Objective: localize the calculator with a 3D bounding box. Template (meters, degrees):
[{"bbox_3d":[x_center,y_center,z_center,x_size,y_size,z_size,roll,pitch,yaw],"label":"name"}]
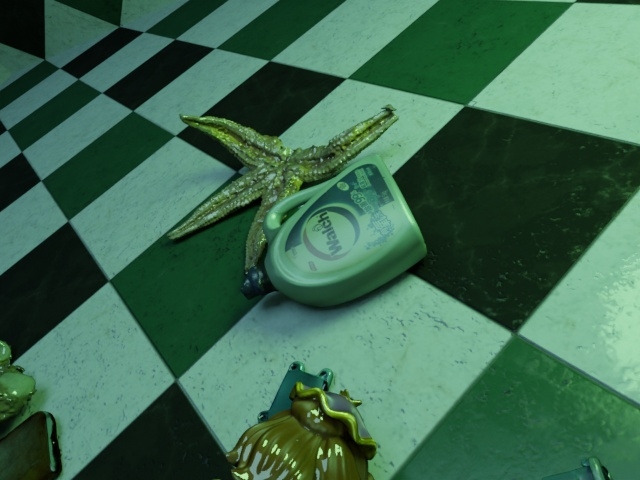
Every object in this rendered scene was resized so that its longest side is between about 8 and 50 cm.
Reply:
[{"bbox_3d":[-0.036,0.224,0.636,0.094,0.019,0.141,5,54,34],"label":"calculator"}]

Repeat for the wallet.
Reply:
[{"bbox_3d":[-0.513,0.375,0.755,0.255,0.031,0.137,-35,41,-5],"label":"wallet"}]

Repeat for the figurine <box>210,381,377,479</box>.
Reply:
[{"bbox_3d":[-0.043,0.260,0.487,0.142,0.190,0.263,21,47,38],"label":"figurine"}]

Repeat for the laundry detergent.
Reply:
[{"bbox_3d":[0.000,0.000,0.761,0.280,0.105,0.215,-25,54,8],"label":"laundry detergent"}]

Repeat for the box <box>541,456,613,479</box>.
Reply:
[{"bbox_3d":[0.234,0.247,0.424,0.054,0.074,0.099,-26,40,26],"label":"box"}]

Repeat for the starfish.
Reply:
[{"bbox_3d":[-0.110,-0.128,0.942,0.398,0.132,0.384,25,74,25],"label":"starfish"}]

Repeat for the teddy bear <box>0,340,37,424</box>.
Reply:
[{"bbox_3d":[-0.643,0.257,0.855,0.267,0.156,0.256,-2,32,-30],"label":"teddy bear"}]
